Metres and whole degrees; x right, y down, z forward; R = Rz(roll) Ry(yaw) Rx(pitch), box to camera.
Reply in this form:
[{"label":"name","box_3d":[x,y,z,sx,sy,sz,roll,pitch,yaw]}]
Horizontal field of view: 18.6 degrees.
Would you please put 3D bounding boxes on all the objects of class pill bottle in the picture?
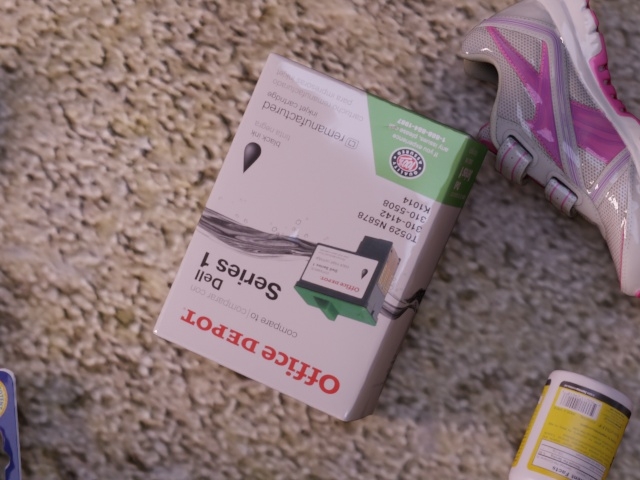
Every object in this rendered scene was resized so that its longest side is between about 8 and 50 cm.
[{"label":"pill bottle","box_3d":[0.172,0.156,1.382,0.065,0.065,0.116,23,79,8]}]

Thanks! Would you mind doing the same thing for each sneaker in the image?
[{"label":"sneaker","box_3d":[0.177,-0.066,1.424,0.111,0.103,0.252,-22,70,2]}]

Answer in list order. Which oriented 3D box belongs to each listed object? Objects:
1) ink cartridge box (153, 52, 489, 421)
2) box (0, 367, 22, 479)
[{"label":"ink cartridge box","box_3d":[0.000,0.000,1.385,0.160,0.092,0.219,23,94,11]},{"label":"box","box_3d":[-0.325,0.171,1.417,0.225,0.036,0.136,-6,78,3]}]
